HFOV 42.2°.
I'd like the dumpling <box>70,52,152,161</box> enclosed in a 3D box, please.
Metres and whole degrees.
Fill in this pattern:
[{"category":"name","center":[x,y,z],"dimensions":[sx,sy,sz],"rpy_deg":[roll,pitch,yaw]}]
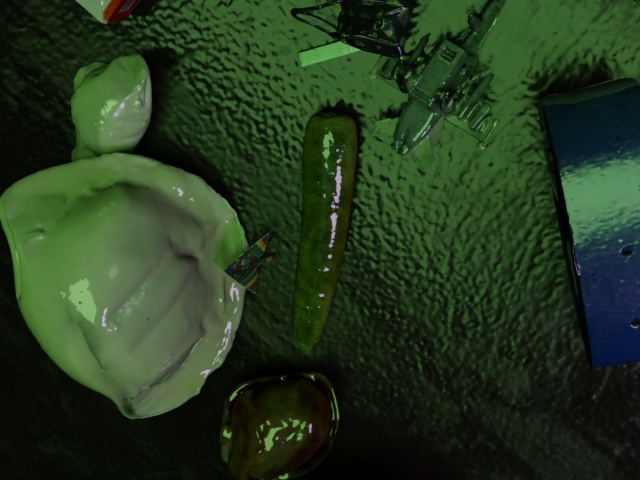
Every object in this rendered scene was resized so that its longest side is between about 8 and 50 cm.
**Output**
[{"category":"dumpling","center":[-0.292,-0.186,1.122],"dimensions":[0.134,0.100,0.169],"rpy_deg":[46,136,32]}]

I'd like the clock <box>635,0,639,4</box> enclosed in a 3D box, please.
[{"category":"clock","center":[0.352,-0.348,0.824],"dimensions":[0.166,0.309,0.235],"rpy_deg":[-38,99,21]}]

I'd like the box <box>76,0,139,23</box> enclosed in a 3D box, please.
[{"category":"box","center":[-0.288,-0.383,1.041],"dimensions":[0.182,0.099,0.133],"rpy_deg":[40,114,-7]}]

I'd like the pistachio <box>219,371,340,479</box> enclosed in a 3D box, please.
[{"category":"pistachio","center":[-0.062,0.272,1.212],"dimensions":[0.210,0.130,0.165],"rpy_deg":[-41,95,11]}]

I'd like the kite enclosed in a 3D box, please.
[{"category":"kite","center":[-0.098,0.035,1.170],"dimensions":[0.090,0.004,0.122],"rpy_deg":[-16,138,-29]}]

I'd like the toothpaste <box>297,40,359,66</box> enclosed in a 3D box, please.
[{"category":"toothpaste","center":[0.012,-0.247,1.076],"dimensions":[0.083,0.017,0.020],"rpy_deg":[-13,109,14]}]

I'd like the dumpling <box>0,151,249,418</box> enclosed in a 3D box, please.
[{"category":"dumpling","center":[-0.237,0.060,1.124],"dimensions":[0.315,0.233,0.395],"rpy_deg":[-27,113,-15]}]

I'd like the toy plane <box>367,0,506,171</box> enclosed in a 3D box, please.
[{"category":"toy plane","center":[0.163,-0.220,1.023],"dimensions":[0.192,0.088,0.262],"rpy_deg":[37,110,26]}]

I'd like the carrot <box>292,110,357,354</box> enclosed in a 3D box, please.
[{"category":"carrot","center":[0.000,0.000,1.137],"dimensions":[0.074,0.074,0.359],"rpy_deg":[9,111,7]}]

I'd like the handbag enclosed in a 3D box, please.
[{"category":"handbag","center":[0.032,-0.263,0.996],"dimensions":[0.139,0.115,0.072],"rpy_deg":[3,105,-12]}]

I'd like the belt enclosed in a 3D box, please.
[{"category":"belt","center":[0.348,-0.016,0.994],"dimensions":[0.117,0.212,0.347],"rpy_deg":[-11,110,15]}]
